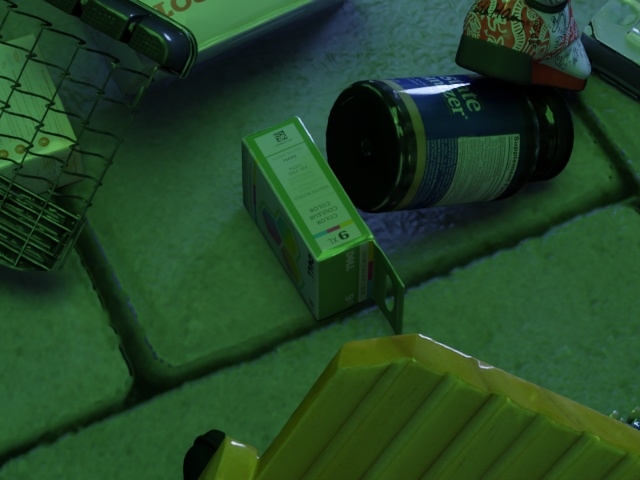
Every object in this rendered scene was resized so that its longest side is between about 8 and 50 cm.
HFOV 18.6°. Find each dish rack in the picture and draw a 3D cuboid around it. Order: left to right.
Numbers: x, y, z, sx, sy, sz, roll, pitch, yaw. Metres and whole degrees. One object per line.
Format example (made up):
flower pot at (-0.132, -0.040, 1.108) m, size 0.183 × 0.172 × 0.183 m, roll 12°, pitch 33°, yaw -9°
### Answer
dish rack at (-0.262, -0.116, 1.788) m, size 0.208 × 0.074 × 0.271 m, roll 29°, pitch 97°, yaw 7°

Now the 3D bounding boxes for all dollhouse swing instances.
dollhouse swing at (0.071, 0.295, 1.438) m, size 0.347 × 0.305 × 0.315 m, roll 25°, pitch 58°, yaw -12°

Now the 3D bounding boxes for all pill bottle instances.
pill bottle at (0.124, -0.093, 1.820) m, size 0.219 × 0.123 × 0.123 m, roll -7°, pitch 54°, yaw -35°

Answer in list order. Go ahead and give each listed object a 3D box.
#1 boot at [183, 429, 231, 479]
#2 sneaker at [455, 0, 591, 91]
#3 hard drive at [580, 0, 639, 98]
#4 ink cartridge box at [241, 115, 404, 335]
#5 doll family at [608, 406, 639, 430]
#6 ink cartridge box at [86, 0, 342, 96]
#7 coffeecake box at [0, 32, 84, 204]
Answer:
boot at (-0.113, 0.297, 1.616) m, size 0.207 × 0.094 × 0.246 m, roll -24°, pitch 67°, yaw -19°
sneaker at (0.214, -0.222, 1.840) m, size 0.090 × 0.270 × 0.145 m, roll 22°, pitch 102°, yaw 21°
hard drive at (0.451, -0.242, 1.986) m, size 0.237 × 0.064 × 0.339 m, roll 36°, pitch 65°, yaw 20°
ink cartridge box at (0.000, 0.000, 1.798) m, size 0.062 × 0.109 × 0.209 m, roll -24°, pitch 62°, yaw -15°
doll family at (0.272, 0.215, 1.688) m, size 0.111 × 0.076 × 0.193 m, roll 37°, pitch 61°, yaw 26°
ink cartridge box at (-0.146, -0.371, 1.914) m, size 0.279 × 0.160 × 0.384 m, roll -26°, pitch 90°, yaw -16°
coffeecake box at (-0.339, -0.102, 1.882) m, size 0.185 × 0.068 × 0.142 m, roll -18°, pitch 61°, yaw -12°
